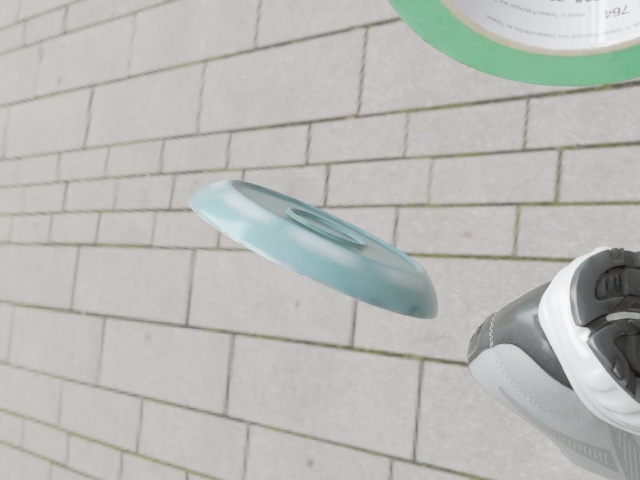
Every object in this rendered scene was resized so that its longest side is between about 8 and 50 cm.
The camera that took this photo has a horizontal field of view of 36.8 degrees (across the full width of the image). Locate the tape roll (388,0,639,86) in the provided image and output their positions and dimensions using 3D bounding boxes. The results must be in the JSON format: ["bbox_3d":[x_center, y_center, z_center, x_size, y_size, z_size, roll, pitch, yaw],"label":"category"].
[{"bbox_3d":[0.198,-0.253,0.743,0.321,0.321,0.077,-21,46,43],"label":"tape roll"}]

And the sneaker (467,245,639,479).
[{"bbox_3d":[0.194,0.097,0.521,0.108,0.271,0.100,-27,36,48],"label":"sneaker"}]

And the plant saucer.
[{"bbox_3d":[0.000,0.000,1.115,0.317,0.317,0.044,32,101,45],"label":"plant saucer"}]
